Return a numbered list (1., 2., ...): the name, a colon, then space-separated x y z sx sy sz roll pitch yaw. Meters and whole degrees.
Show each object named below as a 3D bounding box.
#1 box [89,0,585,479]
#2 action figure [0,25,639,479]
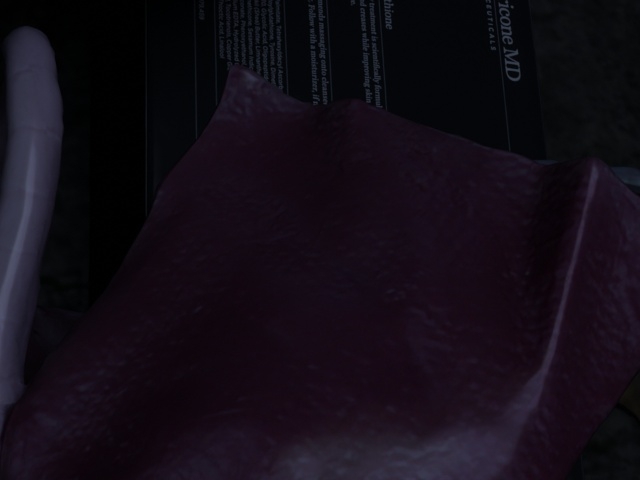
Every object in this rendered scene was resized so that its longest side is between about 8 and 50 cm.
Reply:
1. box: 0.000 0.000 0.643 0.184 0.103 0.261 6 66 -19
2. action figure: -0.047 0.106 0.361 0.275 0.248 0.370 30 53 1
